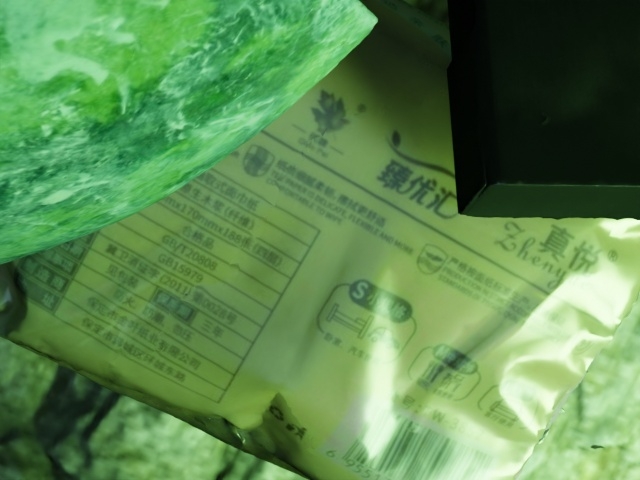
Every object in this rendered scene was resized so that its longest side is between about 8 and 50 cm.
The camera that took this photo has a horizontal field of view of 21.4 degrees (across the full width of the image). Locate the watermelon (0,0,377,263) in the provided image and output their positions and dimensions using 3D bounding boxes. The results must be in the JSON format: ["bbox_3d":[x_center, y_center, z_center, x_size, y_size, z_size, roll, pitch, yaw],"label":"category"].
[{"bbox_3d":[-0.172,-0.133,0.586,0.387,0.258,0.228,13,146,-24],"label":"watermelon"}]

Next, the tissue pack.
[{"bbox_3d":[0.000,0.000,0.730,0.257,0.123,0.215,28,102,-11],"label":"tissue pack"}]

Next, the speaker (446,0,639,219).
[{"bbox_3d":[0.089,-0.116,0.674,0.082,0.044,0.218,-1,72,-9],"label":"speaker"}]
